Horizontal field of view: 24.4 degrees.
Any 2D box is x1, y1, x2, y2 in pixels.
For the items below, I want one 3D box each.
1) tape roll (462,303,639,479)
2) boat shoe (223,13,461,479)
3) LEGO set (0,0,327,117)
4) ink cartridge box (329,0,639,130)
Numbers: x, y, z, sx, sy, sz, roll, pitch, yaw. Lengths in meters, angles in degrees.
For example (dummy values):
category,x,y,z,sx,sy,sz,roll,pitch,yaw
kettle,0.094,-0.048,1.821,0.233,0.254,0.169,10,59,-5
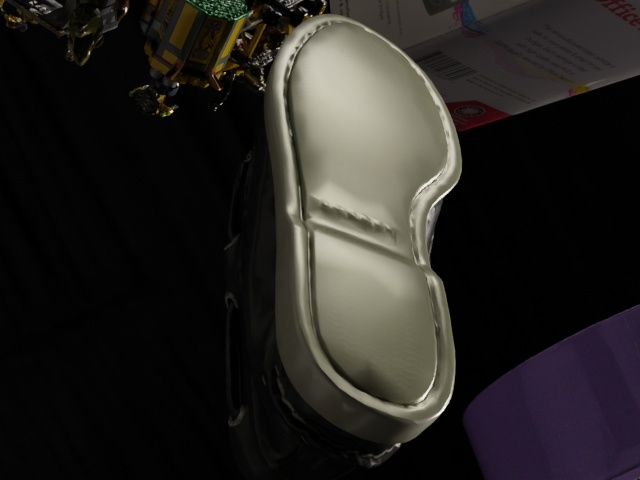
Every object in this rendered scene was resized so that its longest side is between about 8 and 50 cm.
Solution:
category,x,y,z,sx,sy,sz,roll,pitch,yaw
tape roll,0.236,0.109,0.978,0.274,0.090,0.275,-17,160,-6
boat shoe,0.004,0.002,0.803,0.113,0.127,0.340,-52,-154,33
LEGO set,-0.180,-0.197,1.244,0.192,0.331,0.255,-62,178,31
ink cartridge box,0.192,-0.223,1.402,0.306,0.131,0.226,-17,158,34
